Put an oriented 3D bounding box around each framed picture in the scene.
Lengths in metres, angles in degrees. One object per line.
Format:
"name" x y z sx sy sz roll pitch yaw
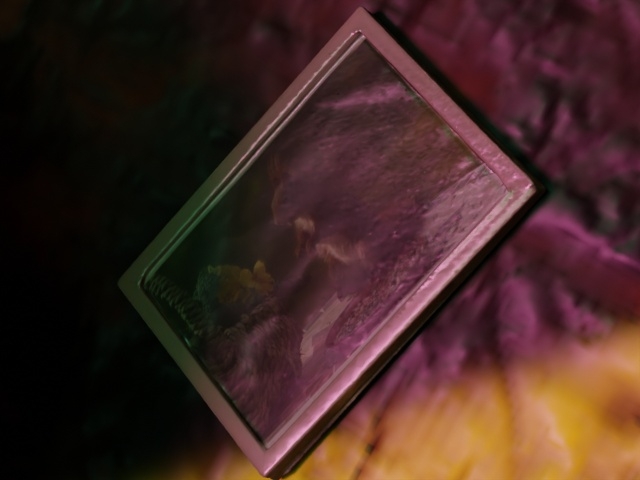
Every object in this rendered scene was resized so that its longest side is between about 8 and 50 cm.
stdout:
"framed picture" 0.000 0.000 0.415 0.089 0.006 0.066 -47 59 13
